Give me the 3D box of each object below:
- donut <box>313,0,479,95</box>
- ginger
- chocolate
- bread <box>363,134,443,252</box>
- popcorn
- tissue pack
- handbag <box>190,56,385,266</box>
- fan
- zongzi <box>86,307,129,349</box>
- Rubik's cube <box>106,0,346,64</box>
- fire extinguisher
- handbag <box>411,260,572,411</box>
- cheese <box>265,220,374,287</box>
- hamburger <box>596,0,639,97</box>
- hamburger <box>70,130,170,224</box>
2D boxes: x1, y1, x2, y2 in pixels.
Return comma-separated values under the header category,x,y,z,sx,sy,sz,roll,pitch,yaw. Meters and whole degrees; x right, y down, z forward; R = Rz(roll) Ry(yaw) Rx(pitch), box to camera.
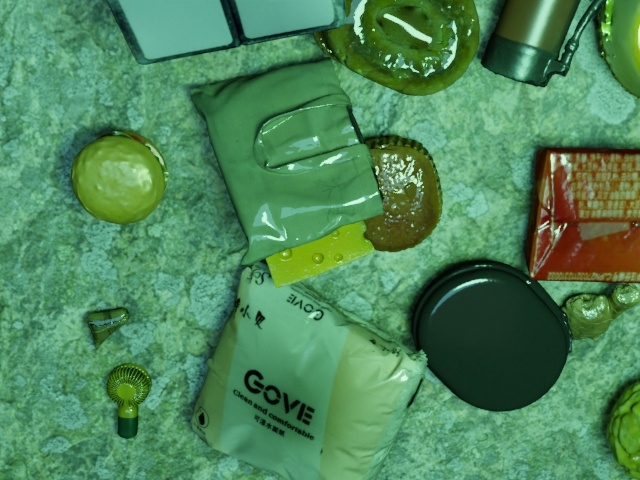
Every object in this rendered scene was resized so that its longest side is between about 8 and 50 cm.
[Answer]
category,x,y,z,sx,sy,sz,roll,pitch,yaw
donut,0.125,-0.343,1.178,0.261,0.128,0.208,15,111,-16
ginger,0.500,0.120,1.366,0.096,0.067,0.165,25,134,-4
chocolate,0.478,-0.049,1.308,0.237,0.108,0.234,1,107,-3
bread,0.118,-0.079,1.292,0.199,0.104,0.199,0,109,1
popcorn,0.660,0.352,1.393,0.249,0.225,0.249,5,136,5
tissue pack,-0.025,0.270,1.364,0.376,0.195,0.390,23,108,14
handbag,-0.053,-0.142,1.225,0.253,0.109,0.315,-19,74,3
fan,-0.367,0.312,1.442,0.082,0.039,0.155,4,108,-3
zongzi,-0.387,0.166,1.398,0.076,0.040,0.083,-8,120,-5
Rubik's cube,-0.146,-0.465,0.995,0.316,0.318,0.313,-10,150,3
fire extinguisher,0.393,-0.420,1.151,0.200,0.113,0.376,21,114,13
handbag,0.314,0.173,1.383,0.254,0.093,0.308,-41,104,10
cheese,0.000,0.000,1.282,0.171,0.126,0.093,-15,109,19
hamburger,0.579,-0.348,1.177,0.276,0.179,0.294,-25,110,10
hamburger,-0.334,-0.106,1.268,0.162,0.115,0.162,0,110,1
